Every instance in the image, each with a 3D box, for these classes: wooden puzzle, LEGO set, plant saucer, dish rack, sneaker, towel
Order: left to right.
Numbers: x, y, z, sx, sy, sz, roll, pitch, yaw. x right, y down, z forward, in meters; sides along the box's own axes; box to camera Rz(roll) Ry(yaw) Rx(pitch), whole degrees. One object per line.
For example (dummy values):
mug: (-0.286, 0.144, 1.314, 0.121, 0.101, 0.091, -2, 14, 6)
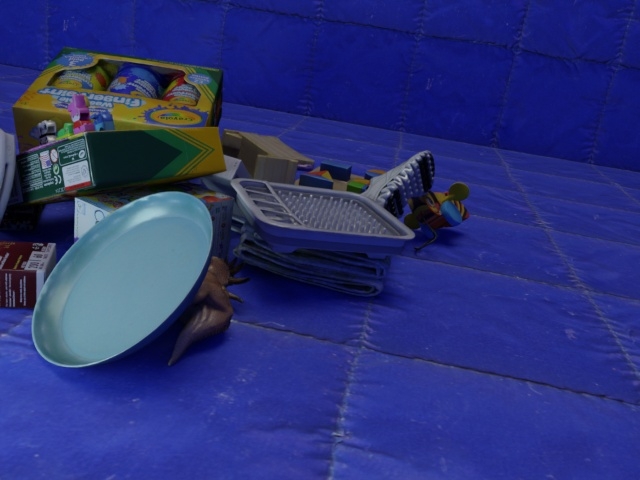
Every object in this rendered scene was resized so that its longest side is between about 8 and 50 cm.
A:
LEGO set: (-0.469, -0.239, 1.255, 0.087, 0.093, 0.227, -12, 5, -43)
plant saucer: (-0.289, 0.058, 0.974, 0.318, 0.043, 0.317, -17, 45, 18)
dish rack: (-0.005, -0.039, 1.318, 0.333, 0.072, 0.285, 4, 20, -24)
towel: (0.000, 0.000, 1.453, 0.321, 0.090, 0.374, 15, 19, 4)
wooden puzzle: (0.090, -0.179, 2.025, 0.323, 0.080, 0.348, 15, 19, 17)
sneaker: (0.184, -0.139, 1.586, 0.118, 0.110, 0.292, 10, 36, 37)

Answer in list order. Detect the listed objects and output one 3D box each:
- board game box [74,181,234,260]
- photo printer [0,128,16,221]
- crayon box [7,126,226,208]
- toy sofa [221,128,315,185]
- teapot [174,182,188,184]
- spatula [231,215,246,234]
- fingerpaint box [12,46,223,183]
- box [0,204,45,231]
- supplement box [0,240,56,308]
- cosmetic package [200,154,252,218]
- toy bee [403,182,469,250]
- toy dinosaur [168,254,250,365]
board game box: (-0.322, -0.018, 1.275, 0.142, 0.144, 0.275, 20, 21, 32)
photo printer: (-0.728, -0.117, 1.223, 0.308, 0.255, 0.107, 14, -3, 12)
crayon box: (-0.434, -0.147, 1.335, 0.363, 0.105, 0.313, -6, 4, 40)
toy sofa: (-0.168, -0.208, 1.889, 0.177, 0.150, 0.362, 4, 19, -28)
teapot: (-0.452, -0.280, 1.908, 0.256, 0.186, 0.252, 3, 21, -23)
spatula: (-0.210, -0.050, 1.623, 0.242, 0.019, 0.168, 24, 23, 28)
fingerpaint box: (-0.499, -0.337, 1.690, 0.446, 0.163, 0.371, 8, 38, -4)
box: (-0.704, -0.081, 1.440, 0.159, 0.044, 0.233, 3, 19, -17)
supplement box: (-0.572, 0.052, 1.071, 0.240, 0.073, 0.130, 2, 20, -15)
cosmetic package: (-0.203, -0.123, 1.513, 0.099, 0.060, 0.239, 17, -17, 16)
toy bee: (0.297, -0.093, 1.700, 0.195, 0.162, 0.298, -32, -4, 12)
toy dinosaur: (-0.196, 0.091, 1.080, 0.200, 0.127, 0.295, 42, 17, -38)
